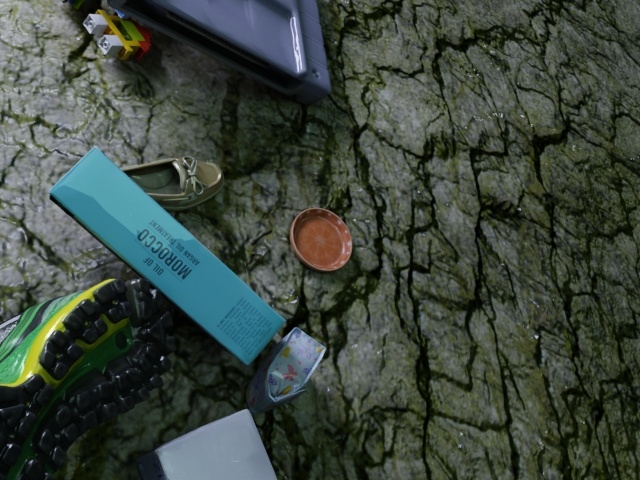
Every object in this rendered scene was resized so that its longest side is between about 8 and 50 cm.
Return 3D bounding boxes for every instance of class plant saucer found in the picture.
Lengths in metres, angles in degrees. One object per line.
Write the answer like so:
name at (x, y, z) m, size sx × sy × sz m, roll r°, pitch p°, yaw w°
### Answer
plant saucer at (0.000, 0.000, 0.864) m, size 0.084 × 0.013 × 0.083 m, roll 12°, pitch 64°, yaw -25°

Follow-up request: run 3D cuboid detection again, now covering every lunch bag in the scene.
lunch bag at (-0.040, 0.145, 0.742) m, size 0.053 × 0.071 × 0.083 m, roll 38°, pitch 54°, yaw -2°

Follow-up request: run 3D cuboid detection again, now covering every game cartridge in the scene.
game cartridge at (-0.125, -0.323, 0.836) m, size 0.355 × 0.068 × 0.230 m, roll 15°, pitch 63°, yaw -49°

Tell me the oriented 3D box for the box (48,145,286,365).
box at (-0.151, 0.018, 0.691) m, size 0.244 × 0.100 × 0.060 m, roll 45°, pitch 76°, yaw -16°

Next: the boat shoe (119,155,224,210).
boat shoe at (-0.173, -0.065, 0.776) m, size 0.153 × 0.048 × 0.056 m, roll -8°, pitch 73°, yaw -31°

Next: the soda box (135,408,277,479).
soda box at (-0.066, 0.310, 0.642) m, size 0.098 × 0.091 × 0.286 m, roll -18°, pitch 78°, yaw -32°

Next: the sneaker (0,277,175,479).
sneaker at (-0.267, 0.153, 0.551) m, size 0.343 × 0.146 × 0.134 m, roll -41°, pitch 114°, yaw -52°

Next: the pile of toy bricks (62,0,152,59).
pile of toy bricks at (-0.245, -0.324, 0.823) m, size 0.212 × 0.118 × 0.105 m, roll 54°, pitch 32°, yaw 6°
